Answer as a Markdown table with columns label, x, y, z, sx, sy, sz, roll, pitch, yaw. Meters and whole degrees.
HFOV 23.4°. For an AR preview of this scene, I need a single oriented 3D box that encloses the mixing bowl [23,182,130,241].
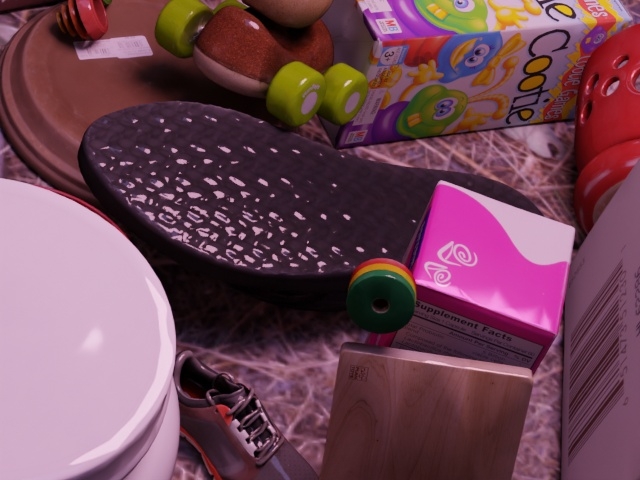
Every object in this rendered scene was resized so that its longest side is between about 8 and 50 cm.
| label | x | y | z | sx | sy | sz | roll | pitch | yaw |
| --- | --- | --- | --- | --- | --- | --- | --- | --- | --- |
| mixing bowl | -0.227 | 0.055 | 1.143 | 0.181 | 0.098 | 0.181 | 10 | 49 | -12 |

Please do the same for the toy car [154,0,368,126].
| label | x | y | z | sx | sy | sz | roll | pitch | yaw |
| --- | --- | --- | --- | --- | --- | --- | --- | --- | --- |
| toy car | -0.023 | -0.214 | 1.309 | 0.155 | 0.188 | 0.149 | 33 | 20 | 23 |

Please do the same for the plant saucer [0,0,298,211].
| label | x | y | z | sx | sy | sz | roll | pitch | yaw |
| --- | --- | --- | --- | --- | --- | --- | --- | --- | --- |
| plant saucer | -0.150 | -0.132 | 1.378 | 0.277 | 0.041 | 0.278 | 10 | 48 | -11 |

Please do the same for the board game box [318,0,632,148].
| label | x | y | z | sx | sy | sz | roll | pitch | yaw |
| --- | --- | --- | --- | --- | --- | --- | --- | --- | --- |
| board game box | 0.128 | -0.198 | 1.466 | 0.275 | 0.144 | 0.142 | -9 | 55 | -26 |

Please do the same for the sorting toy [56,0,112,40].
| label | x | y | z | sx | sy | sz | roll | pitch | yaw |
| --- | --- | --- | --- | --- | --- | --- | --- | --- | --- |
| sorting toy | -0.216 | -0.218 | 1.373 | 0.042 | 0.061 | 0.102 | -16 | 41 | 11 |

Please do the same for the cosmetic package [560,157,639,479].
| label | x | y | z | sx | sy | sz | roll | pitch | yaw |
| --- | --- | --- | --- | --- | --- | --- | --- | --- | --- |
| cosmetic package | 0.425 | 0.099 | 1.192 | 0.393 | 0.327 | 0.329 | 16 | 47 | -8 |

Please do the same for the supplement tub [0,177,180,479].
| label | x | y | z | sx | sy | sz | roll | pitch | yaw |
| --- | --- | --- | --- | --- | --- | --- | --- | --- | --- |
| supplement tub | -0.216 | 0.146 | 0.906 | 0.241 | 0.331 | 0.241 | 10 | 48 | -11 |

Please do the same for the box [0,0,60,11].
| label | x | y | z | sx | sy | sz | roll | pitch | yaw |
| --- | --- | --- | --- | --- | --- | --- | --- | --- | --- |
| box | -0.271 | -0.347 | 1.430 | 0.167 | 0.168 | 0.203 | -15 | 57 | -31 |

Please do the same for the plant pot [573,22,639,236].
| label | x | y | z | sx | sy | sz | roll | pitch | yaw |
| --- | --- | --- | --- | --- | --- | --- | --- | --- | --- |
| plant pot | 0.320 | -0.079 | 1.406 | 0.191 | 0.191 | 0.174 | 21 | 51 | -2 |

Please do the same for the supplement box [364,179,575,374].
| label | x | y | z | sx | sy | sz | roll | pitch | yaw |
| --- | --- | --- | --- | --- | --- | --- | --- | --- | --- |
| supplement box | 0.097 | 0.079 | 1.158 | 0.113 | 0.220 | 0.111 | 21 | 46 | -2 |

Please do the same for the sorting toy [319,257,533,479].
| label | x | y | z | sx | sy | sz | roll | pitch | yaw |
| --- | --- | --- | --- | --- | --- | --- | --- | --- | --- |
| sorting toy | 0.071 | 0.137 | 1.087 | 0.132 | 0.275 | 0.046 | 8 | 29 | 1 |

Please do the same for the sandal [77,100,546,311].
| label | x | y | z | sx | sy | sz | roll | pitch | yaw |
| --- | --- | --- | --- | --- | --- | --- | --- | --- | --- |
| sandal | 0.002 | 0.002 | 1.289 | 0.445 | 0.107 | 0.168 | 12 | 45 | -27 |

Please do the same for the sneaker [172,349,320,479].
| label | x | y | z | sx | sy | sz | roll | pitch | yaw |
| --- | --- | --- | --- | --- | --- | --- | --- | --- | --- |
| sneaker | -0.062 | 0.142 | 1.151 | 0.158 | 0.065 | 0.061 | 36 | 48 | 12 |
